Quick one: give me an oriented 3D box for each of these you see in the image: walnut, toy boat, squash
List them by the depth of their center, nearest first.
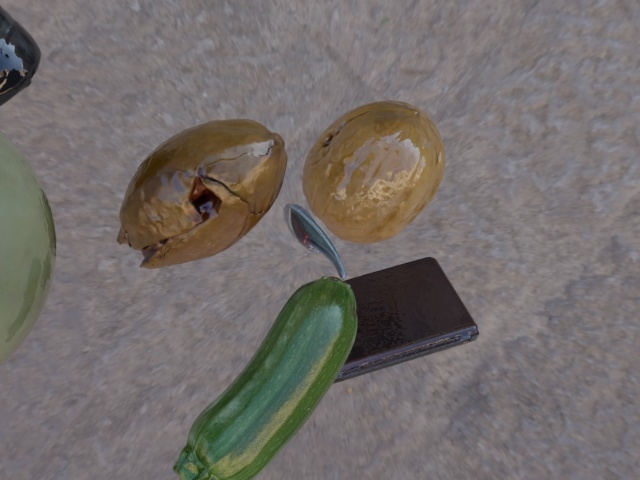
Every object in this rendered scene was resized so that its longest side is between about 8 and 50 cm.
[{"bbox_3d":[-0.040,0.126,0.895,0.077,0.068,0.219,43,80,-21],"label":"squash"},{"bbox_3d":[-0.135,-0.052,1.165,0.245,0.137,0.137,-27,90,32],"label":"walnut"},{"bbox_3d":[0.000,0.000,1.353,0.034,0.122,0.096,-39,127,-9],"label":"toy boat"},{"bbox_3d":[0.079,-0.104,1.533,0.195,0.195,0.222,40,122,0],"label":"walnut"}]

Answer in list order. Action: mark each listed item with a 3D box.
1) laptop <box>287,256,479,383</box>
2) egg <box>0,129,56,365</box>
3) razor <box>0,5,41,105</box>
[{"bbox_3d":[0.075,0.097,1.329,0.207,0.154,0.026,-16,131,-11],"label":"laptop"},{"bbox_3d":[-0.307,0.006,0.669,0.218,0.295,0.219,3,95,34],"label":"egg"},{"bbox_3d":[-0.524,-0.269,1.282,0.349,0.113,0.204,40,86,-22],"label":"razor"}]
